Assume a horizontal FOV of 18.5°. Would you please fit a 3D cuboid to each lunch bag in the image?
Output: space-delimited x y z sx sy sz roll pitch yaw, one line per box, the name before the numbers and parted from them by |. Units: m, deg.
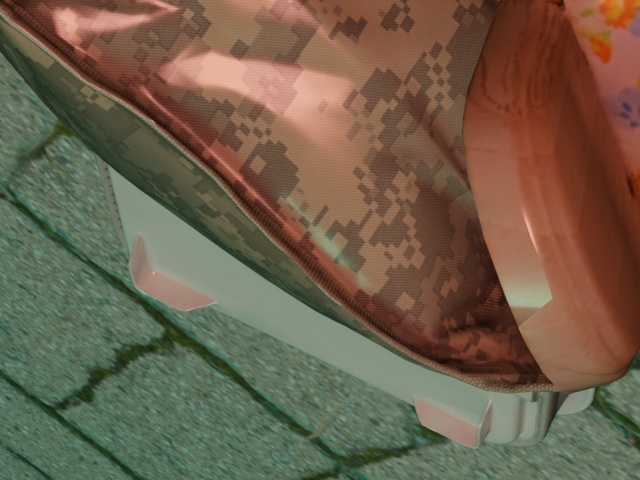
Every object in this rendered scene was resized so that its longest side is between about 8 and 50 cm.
lunch bag | 0.007 -0.058 0.848 0.287 0.169 0.235 42 176 -10

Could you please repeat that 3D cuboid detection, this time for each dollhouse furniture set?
dollhouse furniture set | 0.144 -0.178 0.286 0.362 0.256 0.394 -18 110 18

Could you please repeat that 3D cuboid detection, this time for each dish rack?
dish rack | 0.000 0.000 1.125 0.333 0.072 0.285 24 152 17
